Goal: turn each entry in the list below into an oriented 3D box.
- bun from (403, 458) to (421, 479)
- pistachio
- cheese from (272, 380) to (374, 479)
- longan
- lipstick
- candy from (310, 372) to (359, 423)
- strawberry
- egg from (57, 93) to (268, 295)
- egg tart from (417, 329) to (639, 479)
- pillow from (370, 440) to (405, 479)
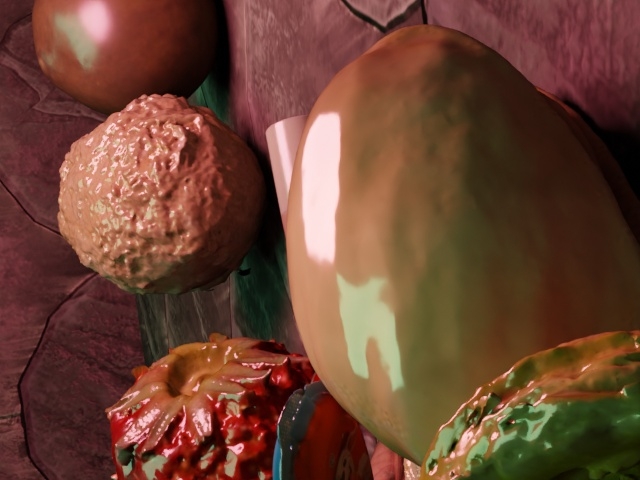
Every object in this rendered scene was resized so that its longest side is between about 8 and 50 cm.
[{"bbox_3d":[0.116,0.192,0.980,0.183,0.102,0.183,174,90,-89],"label":"bun"},{"bbox_3d":[0.096,0.022,0.808,0.230,0.230,0.309,113,153,-61],"label":"pistachio"},{"bbox_3d":[0.019,0.187,0.860,0.256,0.037,0.106,66,-146,-38],"label":"cheese"},{"bbox_3d":[-0.269,-0.289,1.812,0.258,0.258,0.258,172,90,-74],"label":"longan"},{"bbox_3d":[0.000,0.000,1.351,0.070,0.070,0.254,131,130,-69],"label":"lipstick"},{"bbox_3d":[0.047,0.137,1.223,0.292,0.086,0.059,156,95,-72],"label":"candy"},{"bbox_3d":[-0.090,0.282,1.515,0.292,0.292,0.343,-136,26,-65],"label":"strawberry"},{"bbox_3d":[-0.201,-0.056,1.695,0.310,0.279,0.279,-24,73,57],"label":"egg"},{"bbox_3d":[0.170,0.176,0.621,0.118,0.288,0.288,-27,-66,-68],"label":"egg tart"},{"bbox_3d":[0.065,0.306,1.190,0.223,0.084,0.236,-77,-8,-61],"label":"pillow"}]
